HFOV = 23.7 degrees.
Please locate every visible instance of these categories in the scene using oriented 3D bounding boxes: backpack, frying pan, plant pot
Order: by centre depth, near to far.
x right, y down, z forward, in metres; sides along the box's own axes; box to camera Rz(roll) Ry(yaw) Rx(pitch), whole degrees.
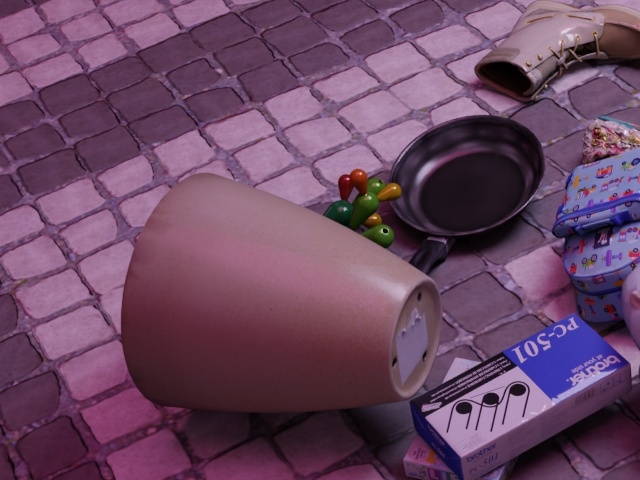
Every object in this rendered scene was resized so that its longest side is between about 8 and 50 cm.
[{"bbox_3d":[-0.022,0.078,1.586,0.274,0.256,0.256,12,45,26],"label":"plant pot"},{"bbox_3d":[0.333,0.001,1.679,0.158,0.117,0.173,-13,40,42],"label":"backpack"},{"bbox_3d":[0.177,-0.026,1.819,0.197,0.053,0.326,-9,48,14],"label":"frying pan"}]

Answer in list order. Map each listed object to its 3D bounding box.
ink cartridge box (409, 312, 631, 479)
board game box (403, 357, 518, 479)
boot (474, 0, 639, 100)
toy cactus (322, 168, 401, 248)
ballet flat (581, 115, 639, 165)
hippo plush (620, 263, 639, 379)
[{"bbox_3d":[0.205,0.158,1.550,0.207,0.046,0.097,-26,42,-17],"label":"ink cartridge box"},{"bbox_3d":[0.162,0.191,1.581,0.103,0.026,0.154,9,43,24],"label":"board game box"},{"bbox_3d":[0.329,-0.249,2.031,0.213,0.077,0.165,14,45,36],"label":"boot"},{"bbox_3d":[0.000,0.000,1.798,0.180,0.112,0.219,-6,49,33],"label":"toy cactus"},{"bbox_3d":[0.419,-0.087,1.824,0.241,0.091,0.077,17,77,37],"label":"ballet flat"},{"bbox_3d":[0.436,0.090,1.522,0.236,0.294,0.234,-18,9,36],"label":"hippo plush"}]
